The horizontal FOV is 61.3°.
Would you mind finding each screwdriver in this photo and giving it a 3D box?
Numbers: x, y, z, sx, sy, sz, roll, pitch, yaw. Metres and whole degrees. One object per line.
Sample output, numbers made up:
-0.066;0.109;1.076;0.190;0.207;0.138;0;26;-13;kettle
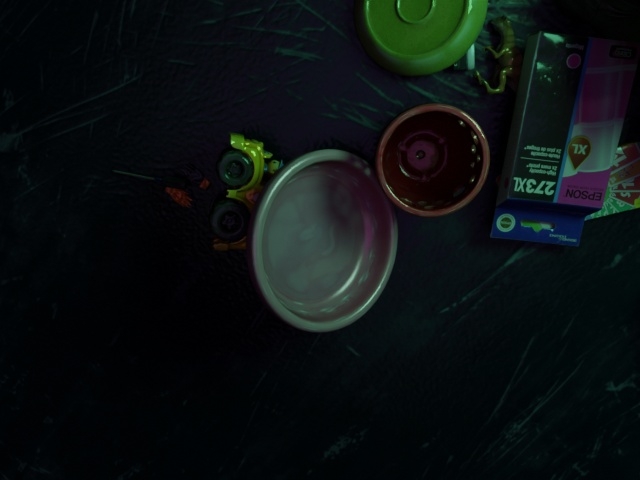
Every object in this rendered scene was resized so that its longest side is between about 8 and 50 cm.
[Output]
-0.349;-0.128;1.109;0.170;0.025;0.024;13;104;16;screwdriver

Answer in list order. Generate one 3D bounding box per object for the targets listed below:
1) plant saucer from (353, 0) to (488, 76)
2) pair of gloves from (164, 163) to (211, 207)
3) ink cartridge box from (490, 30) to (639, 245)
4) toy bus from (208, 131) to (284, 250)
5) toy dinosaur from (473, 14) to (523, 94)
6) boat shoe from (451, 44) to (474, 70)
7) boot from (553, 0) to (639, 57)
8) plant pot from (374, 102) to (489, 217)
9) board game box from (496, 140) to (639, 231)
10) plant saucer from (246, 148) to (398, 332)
0.169;-0.415;0.953;0.241;0.037;0.241;4;103;18;plant saucer
-0.274;-0.111;1.112;0.074;0.010;0.083;38;103;-4;pair of gloves
0.429;-0.169;0.966;0.175;0.069;0.371;6;106;-1;ink cartridge box
-0.105;-0.085;1.043;0.211;0.149;0.220;7;102;-10;toy bus
0.347;-0.300;0.980;0.112;0.064;0.211;-25;100;9;toy dinosaur
0.253;-0.378;0.978;0.040;0.049;0.142;-6;105;7;boat shoe
0.513;-0.378;0.893;0.246;0.161;0.083;25;105;-1;boot
0.191;-0.147;0.973;0.191;0.174;0.191;1;102;5;plant pot
0.478;-0.096;1.033;0.259;0.039;0.124;-14;101;11;board game box
0.000;0.000;1.000;0.332;0.084;0.332;-5;99;-37;plant saucer
